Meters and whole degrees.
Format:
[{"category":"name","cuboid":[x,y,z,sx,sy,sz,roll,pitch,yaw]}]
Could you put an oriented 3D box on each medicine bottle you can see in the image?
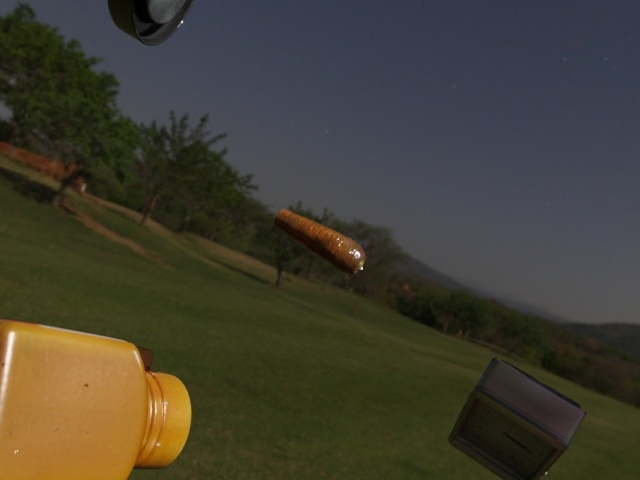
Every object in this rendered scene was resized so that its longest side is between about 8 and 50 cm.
[{"category":"medicine bottle","cuboid":[-0.241,0.167,0.663,0.112,0.149,0.222,-11,-22,37]}]

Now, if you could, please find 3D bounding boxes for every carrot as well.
[{"category":"carrot","cuboid":[0.000,0.000,0.634,0.093,0.032,0.032,31,2,20]}]

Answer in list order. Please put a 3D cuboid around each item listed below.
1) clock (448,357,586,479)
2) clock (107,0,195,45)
[{"category":"clock","cuboid":[0.280,0.273,1.002,0.147,0.071,0.192,31,-34,19]},{"category":"clock","cuboid":[-0.187,-0.323,0.810,0.040,0.184,0.184,26,-1,5]}]
